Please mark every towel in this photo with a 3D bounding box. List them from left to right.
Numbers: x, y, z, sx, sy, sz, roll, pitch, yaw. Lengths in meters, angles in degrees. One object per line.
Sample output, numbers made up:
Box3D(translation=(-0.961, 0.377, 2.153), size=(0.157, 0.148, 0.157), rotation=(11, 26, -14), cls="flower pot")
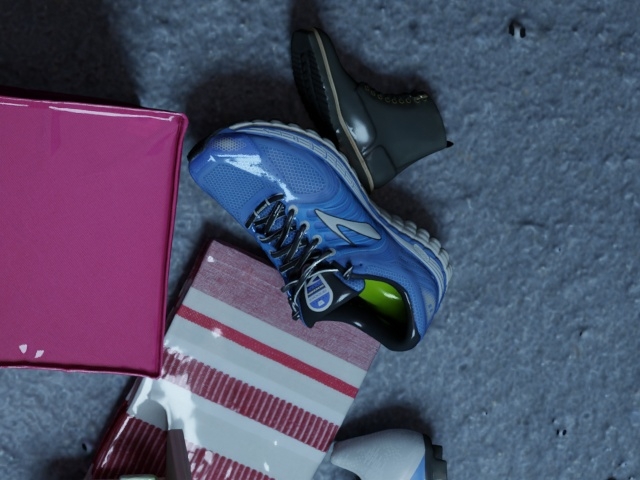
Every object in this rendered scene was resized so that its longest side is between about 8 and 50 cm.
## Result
Box3D(translation=(-0.094, 0.187, 1.676), size=(0.237, 0.037, 0.329), rotation=(27, 91, -20), cls="towel")

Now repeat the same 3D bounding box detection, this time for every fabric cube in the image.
Box3D(translation=(-0.283, -0.019, 1.475), size=(0.259, 0.258, 0.254), rotation=(5, 95, -17), cls="fabric cube")

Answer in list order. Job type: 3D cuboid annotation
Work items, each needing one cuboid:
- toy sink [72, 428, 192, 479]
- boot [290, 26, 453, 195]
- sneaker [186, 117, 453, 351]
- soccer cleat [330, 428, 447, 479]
Box3D(translation=(-0.204, 0.327, 1.568), size=(0.131, 0.153, 0.234), rotation=(0, 113, -12), cls="toy sink")
Box3D(translation=(0.056, -0.159, 1.661), size=(0.137, 0.077, 0.198), rotation=(-27, 117, -16), cls="boot")
Box3D(translation=(0.000, 0.000, 1.601), size=(0.330, 0.147, 0.130), rotation=(35, 130, -17), cls="sneaker")
Box3D(translation=(0.070, 0.372, 1.721), size=(0.143, 0.116, 0.331), rotation=(-1, 97, 1), cls="soccer cleat")
